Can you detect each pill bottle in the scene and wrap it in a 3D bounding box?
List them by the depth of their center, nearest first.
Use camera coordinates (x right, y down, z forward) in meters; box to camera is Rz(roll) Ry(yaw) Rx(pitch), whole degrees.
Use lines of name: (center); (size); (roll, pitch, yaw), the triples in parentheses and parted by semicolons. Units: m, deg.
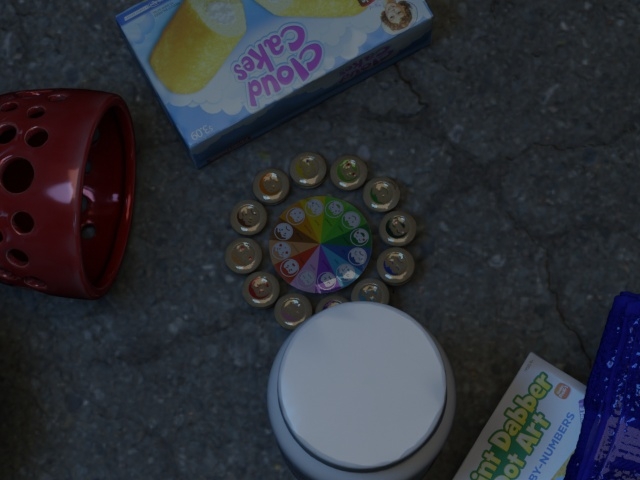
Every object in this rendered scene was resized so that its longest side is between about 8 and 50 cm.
pill bottle: (0.035, 0.141, 1.533); (0.160, 0.283, 0.160); (0, 78, 0)

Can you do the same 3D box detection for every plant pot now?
plant pot: (-0.273, -0.046, 1.629); (0.174, 0.191, 0.191); (4, 78, 10)

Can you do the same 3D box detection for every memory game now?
memory game: (0.000, 0.000, 1.687); (0.186, 0.012, 0.186); (-1, 70, 4)

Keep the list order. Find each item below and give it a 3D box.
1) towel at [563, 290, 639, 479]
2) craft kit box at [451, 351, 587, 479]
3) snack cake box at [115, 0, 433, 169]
towel: (0.311, 0.210, 1.489); (0.228, 0.076, 0.308); (15, 84, 22)
craft kit box: (0.229, 0.266, 1.575); (0.247, 0.061, 0.250); (31, 90, 24)
snack cake box: (-0.042, -0.201, 1.704); (0.264, 0.089, 0.152); (-29, 79, -5)
